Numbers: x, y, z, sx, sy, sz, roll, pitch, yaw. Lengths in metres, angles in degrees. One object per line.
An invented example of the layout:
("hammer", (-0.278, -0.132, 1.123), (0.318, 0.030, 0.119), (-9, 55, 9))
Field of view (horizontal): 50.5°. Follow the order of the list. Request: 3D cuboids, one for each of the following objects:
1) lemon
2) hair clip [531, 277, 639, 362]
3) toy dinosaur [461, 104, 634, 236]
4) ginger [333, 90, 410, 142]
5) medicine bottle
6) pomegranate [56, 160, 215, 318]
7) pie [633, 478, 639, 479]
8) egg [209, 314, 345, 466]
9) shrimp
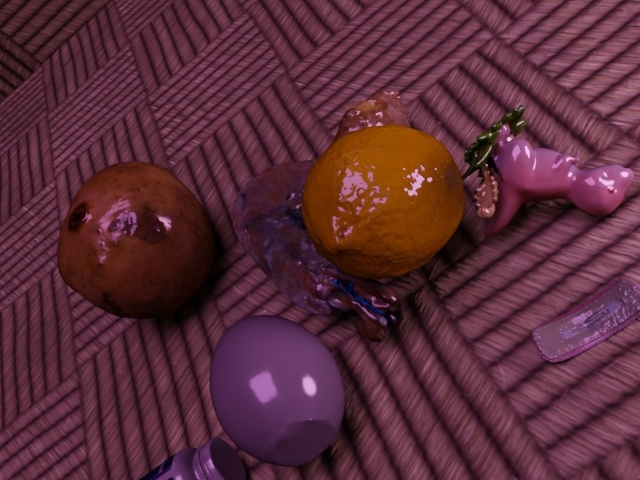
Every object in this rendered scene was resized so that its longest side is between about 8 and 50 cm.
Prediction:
("lemon", (0.084, -0.052, 0.892), (0.204, 0.204, 0.260), (-3, 20, 36))
("hair clip", (0.322, 0.097, 0.815), (0.137, 0.022, 0.054), (-35, 46, 12))
("toy dinosaur", (0.291, -0.075, 0.914), (0.194, 0.152, 0.177), (-35, 74, 3))
("ginger", (0.085, -0.152, 1.060), (0.102, 0.157, 0.216), (11, 40, 31))
("medicine bottle", (-0.204, 0.367, 0.965), (0.191, 0.107, 0.107), (-37, 45, 10))
("pomegranate", (-0.325, -0.001, 1.212), (0.281, 0.281, 0.281), (-20, 50, 26))
("pie", (0.337, 0.352, 0.593), (0.302, 0.067, 0.302), (-19, 51, 25))
("egg", (-0.065, 0.196, 0.930), (0.176, 0.176, 0.232), (-47, 43, 0))
("shrimp", (0.000, 0.000, 1.082), (0.221, 0.110, 0.445), (-31, 43, -7))
